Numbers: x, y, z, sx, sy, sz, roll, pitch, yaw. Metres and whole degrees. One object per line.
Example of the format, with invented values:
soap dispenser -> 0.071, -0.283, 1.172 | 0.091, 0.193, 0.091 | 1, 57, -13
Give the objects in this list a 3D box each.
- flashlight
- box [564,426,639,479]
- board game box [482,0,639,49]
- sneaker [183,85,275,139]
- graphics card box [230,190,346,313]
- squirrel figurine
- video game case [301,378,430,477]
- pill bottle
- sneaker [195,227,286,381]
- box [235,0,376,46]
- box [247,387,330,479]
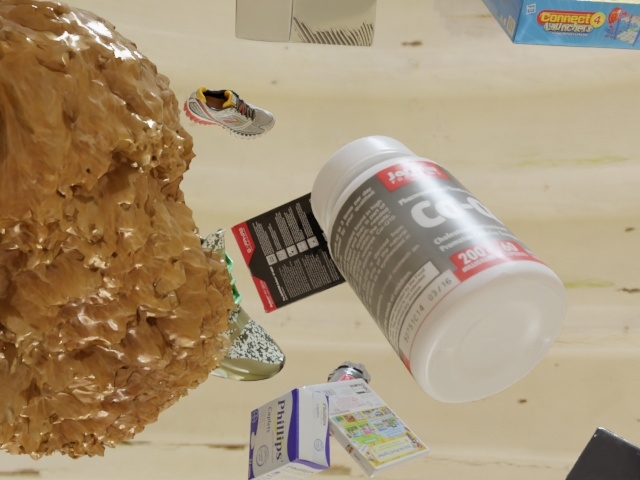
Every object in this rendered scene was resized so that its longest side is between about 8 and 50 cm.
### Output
flashlight -> 0.055, 0.351, 1.700 | 0.103, 0.304, 0.103 | -37, -95, 15
box -> 0.519, 0.562, 1.361 | 0.183, 0.296, 0.294 | 26, -31, 34
board game box -> 0.482, -0.469, 1.431 | 0.308, 0.302, 0.086 | -98, -170, -53
sneaker -> -0.213, -0.312, 1.803 | 0.093, 0.225, 0.088 | -41, -134, 52
graphics card box -> 0.000, 0.000, 1.759 | 0.371, 0.094, 0.232 | -24, -93, 17
squirrel figurine -> -0.254, 0.041, 0.447 | 0.281, 0.397, 0.370 | -97, -168, -81
video game case -> 0.085, 0.348, 1.410 | 0.206, 0.227, 0.026 | 44, -73, 28
pill bottle -> 0.104, 0.014, 0.766 | 0.283, 0.161, 0.161 | 55, -52, 47
sneaker -> -0.198, 0.068, 1.222 | 0.182, 0.410, 0.158 | -43, -170, 28
box -> -0.016, -0.371, 1.221 | 0.113, 0.275, 0.094 | 14, -71, 30
box -> -0.053, 0.329, 1.238 | 0.137, 0.072, 0.126 | -35, -138, 38
